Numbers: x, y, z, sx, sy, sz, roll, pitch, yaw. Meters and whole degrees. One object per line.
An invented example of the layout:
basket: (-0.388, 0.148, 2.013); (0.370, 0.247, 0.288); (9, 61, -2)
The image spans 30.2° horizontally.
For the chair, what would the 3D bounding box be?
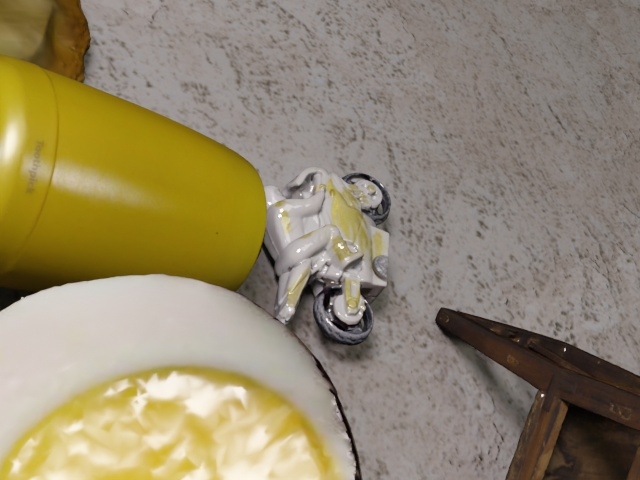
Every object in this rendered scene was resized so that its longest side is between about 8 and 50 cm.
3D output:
chair: (0.243, 0.236, 1.085); (0.203, 0.416, 0.241); (16, 93, -26)

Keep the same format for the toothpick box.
toothpick box: (-0.178, -0.033, 0.974); (0.271, 0.175, 0.175); (16, 47, -39)

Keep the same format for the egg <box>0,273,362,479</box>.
egg: (-0.134, 0.207, 0.791); (0.337, 0.201, 0.337); (3, 57, -4)

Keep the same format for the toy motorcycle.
toy motorcycle: (0.000, 0.000, 1.159); (0.151, 0.074, 0.229); (26, 46, -14)

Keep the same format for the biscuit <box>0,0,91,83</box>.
biscuit: (-0.353, -0.228, 1.037); (0.335, 0.078, 0.329); (46, 40, -16)
